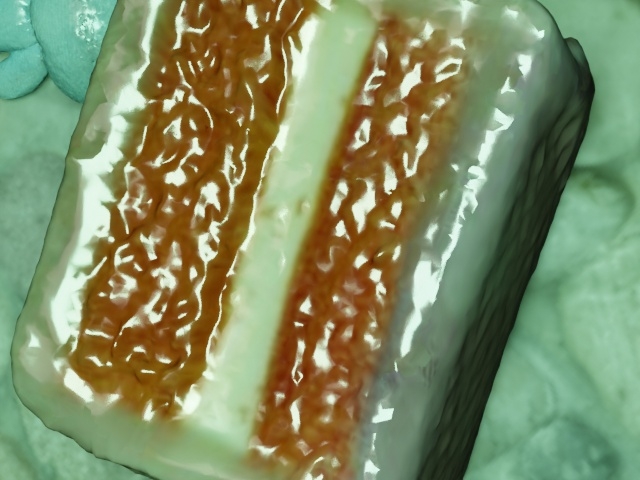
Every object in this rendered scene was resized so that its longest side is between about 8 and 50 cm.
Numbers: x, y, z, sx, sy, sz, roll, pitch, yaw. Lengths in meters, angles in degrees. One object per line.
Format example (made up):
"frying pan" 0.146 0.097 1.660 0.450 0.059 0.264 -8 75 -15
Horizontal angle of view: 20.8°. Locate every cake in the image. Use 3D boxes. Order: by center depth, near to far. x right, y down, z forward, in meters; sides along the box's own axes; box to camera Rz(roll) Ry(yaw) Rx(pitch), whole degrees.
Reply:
"cake" 0.000 0.000 0.967 0.237 0.230 0.308 19 88 16

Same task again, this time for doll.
"doll" -0.179 -0.145 1.117 0.180 0.075 0.120 21 128 34
